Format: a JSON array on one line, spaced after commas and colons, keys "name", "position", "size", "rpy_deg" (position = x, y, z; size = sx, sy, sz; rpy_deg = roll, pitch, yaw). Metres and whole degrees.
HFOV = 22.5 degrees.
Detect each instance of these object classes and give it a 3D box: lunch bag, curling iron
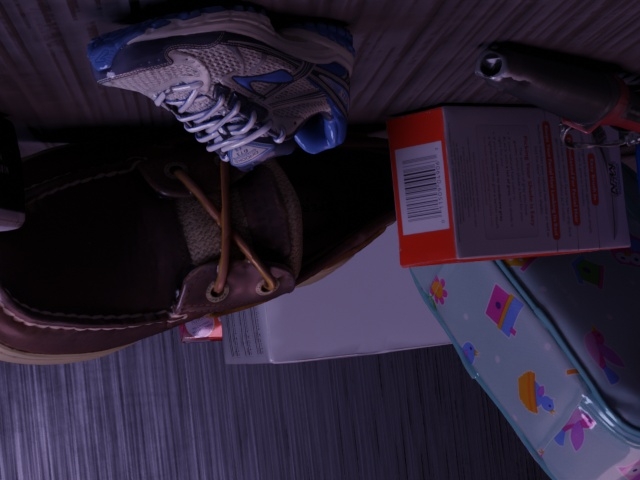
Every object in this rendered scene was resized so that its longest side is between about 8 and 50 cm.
[{"name": "lunch bag", "position": [0.215, 0.050, 1.244], "size": [0.224, 0.279, 0.108], "rpy_deg": [-13, 147, -34]}, {"name": "curling iron", "position": [0.135, -0.072, 0.867], "size": [0.068, 0.035, 0.274], "rpy_deg": [-8, 177, 23]}]

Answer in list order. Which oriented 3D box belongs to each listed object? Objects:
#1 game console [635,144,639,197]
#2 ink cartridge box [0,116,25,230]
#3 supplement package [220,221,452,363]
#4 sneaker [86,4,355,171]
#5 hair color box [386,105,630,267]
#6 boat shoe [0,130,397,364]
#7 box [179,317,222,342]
[{"name": "game console", "position": [0.373, 0.042, 1.073], "size": [0.250, 0.293, 0.173], "rpy_deg": [-4, 177, -17]}, {"name": "ink cartridge box", "position": [-0.337, -0.014, 0.732], "size": [0.370, 0.069, 0.176], "rpy_deg": [-9, 177, 4]}, {"name": "supplement package", "position": [0.015, 0.034, 1.508], "size": [0.194, 0.149, 0.203], "rpy_deg": [-5, 177, -15]}, {"name": "sneaker", "position": [-0.031, -0.057, 0.621], "size": [0.052, 0.058, 0.135], "rpy_deg": [-9, 175, 42]}, {"name": "hair color box", "position": [0.120, -0.035, 1.006], "size": [0.167, 0.093, 0.053], "rpy_deg": [-3, 176, -41]}, {"name": "boat shoe", "position": [-0.062, -0.013, 0.920], "size": [0.123, 0.123, 0.342], "rpy_deg": [-20, 172, 40]}, {"name": "box", "position": [-0.062, 0.042, 1.746], "size": [0.128, 0.123, 0.257], "rpy_deg": [-7, 177, 13]}]
